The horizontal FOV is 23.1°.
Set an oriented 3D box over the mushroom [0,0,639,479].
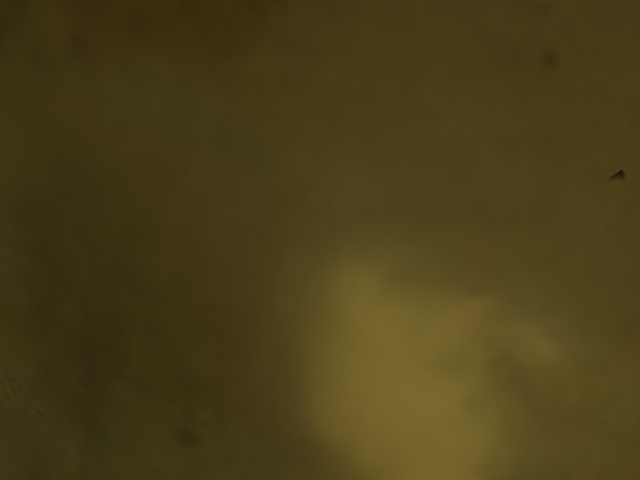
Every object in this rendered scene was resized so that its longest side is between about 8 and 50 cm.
[{"bbox_3d":[0.000,0.000,0.509,0.362,0.295,0.362,19,121,36],"label":"mushroom"}]
